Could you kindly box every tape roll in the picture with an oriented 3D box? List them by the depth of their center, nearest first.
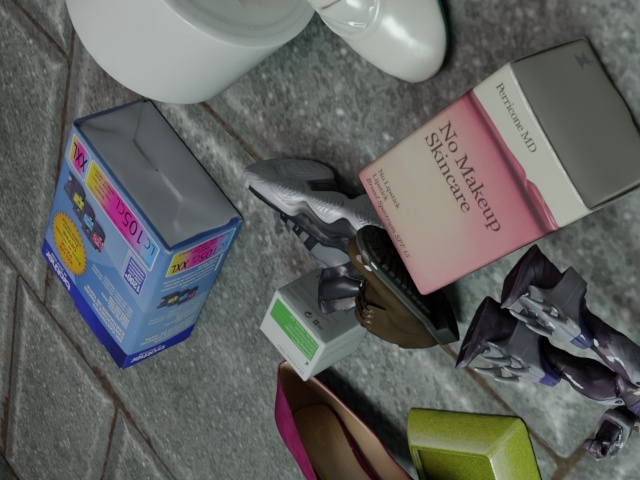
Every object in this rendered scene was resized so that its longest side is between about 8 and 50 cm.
[{"bbox_3d":[-0.143,-0.297,1.010,0.169,0.246,0.246,-24,90,52],"label":"tape roll"}]

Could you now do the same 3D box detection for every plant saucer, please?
[{"bbox_3d":[0.186,0.306,1.097,0.188,0.045,0.188,-8,103,50],"label":"plant saucer"}]

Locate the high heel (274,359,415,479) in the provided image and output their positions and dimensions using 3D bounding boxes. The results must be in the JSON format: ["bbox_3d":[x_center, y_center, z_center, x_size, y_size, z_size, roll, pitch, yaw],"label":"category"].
[{"bbox_3d":[0.032,0.280,1.137,0.377,0.127,0.181,14,129,63],"label":"high heel"}]

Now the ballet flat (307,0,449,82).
[{"bbox_3d":[-0.005,-0.335,0.922,0.139,0.139,0.400,-24,90,52],"label":"ballet flat"}]

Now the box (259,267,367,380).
[{"bbox_3d":[-0.004,0.105,1.168,0.101,0.102,0.087,47,140,21],"label":"box"}]

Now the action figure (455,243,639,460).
[{"bbox_3d":[0.274,0.128,0.809,0.285,0.099,0.185,30,134,0],"label":"action figure"}]

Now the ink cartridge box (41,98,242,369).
[{"bbox_3d":[-0.304,0.016,1.437,0.270,0.151,0.395,51,141,19],"label":"ink cartridge box"}]

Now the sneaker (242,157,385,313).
[{"bbox_3d":[0.000,0.000,1.108,0.268,0.101,0.153,26,125,36],"label":"sneaker"}]

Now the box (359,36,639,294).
[{"bbox_3d":[0.171,-0.064,0.859,0.232,0.127,0.149,-35,81,52],"label":"box"}]

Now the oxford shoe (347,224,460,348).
[{"bbox_3d":[0.073,0.065,0.969,0.096,0.227,0.083,-20,50,16],"label":"oxford shoe"}]
